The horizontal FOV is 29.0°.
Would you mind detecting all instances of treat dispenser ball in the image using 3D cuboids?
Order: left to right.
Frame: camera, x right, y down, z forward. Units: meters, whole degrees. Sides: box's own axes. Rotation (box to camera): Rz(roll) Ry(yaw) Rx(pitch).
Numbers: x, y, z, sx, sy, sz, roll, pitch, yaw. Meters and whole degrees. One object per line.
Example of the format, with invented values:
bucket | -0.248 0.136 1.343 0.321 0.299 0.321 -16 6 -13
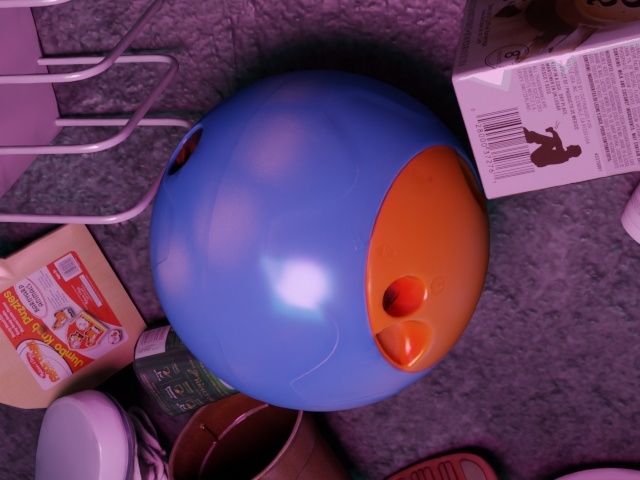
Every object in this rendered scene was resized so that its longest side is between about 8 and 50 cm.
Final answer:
treat dispenser ball | 0.000 0.000 1.049 0.288 0.288 0.288 6 124 8

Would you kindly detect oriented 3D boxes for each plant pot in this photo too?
plant pot | -0.047 0.256 1.316 0.167 0.167 0.165 -21 123 24

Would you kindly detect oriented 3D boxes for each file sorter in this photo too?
file sorter | -0.231 -0.173 1.034 0.173 0.193 0.277 0 123 17

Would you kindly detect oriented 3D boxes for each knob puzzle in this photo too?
knob puzzle | -0.294 0.091 1.286 0.213 0.030 0.213 -8 111 -20

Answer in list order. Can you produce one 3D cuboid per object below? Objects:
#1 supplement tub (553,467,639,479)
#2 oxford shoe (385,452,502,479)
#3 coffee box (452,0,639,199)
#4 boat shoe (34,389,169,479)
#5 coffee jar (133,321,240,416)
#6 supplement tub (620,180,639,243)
supplement tub | 0.316 0.429 1.297 0.241 0.241 0.331 -5 122 15
oxford shoe | 0.102 0.358 1.395 0.130 0.123 0.348 20 128 -34
coffee box | 0.266 -0.147 0.969 0.297 0.168 0.119 -11 120 18
boat shoe | -0.217 0.265 1.357 0.156 0.136 0.367 -15 147 -29
coffee jar | -0.093 0.114 1.272 0.184 0.079 0.096 -17 120 22
supplement tub | 0.318 -0.047 1.083 0.071 0.071 0.107 23 125 -4
